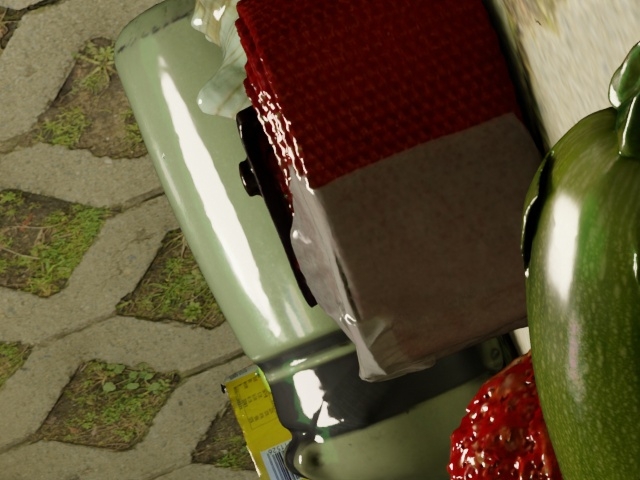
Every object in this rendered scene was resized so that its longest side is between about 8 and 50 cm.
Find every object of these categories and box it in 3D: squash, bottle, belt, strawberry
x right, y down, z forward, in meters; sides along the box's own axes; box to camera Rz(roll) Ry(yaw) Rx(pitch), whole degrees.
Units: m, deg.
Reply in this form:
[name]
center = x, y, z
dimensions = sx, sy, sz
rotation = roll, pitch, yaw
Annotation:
[squash]
center = 0.110, 0.065, 0.555
dimensions = 0.080, 0.071, 0.318
rotation = 14, 135, 36
[bottle]
center = 0.002, 0.000, 1.209
dimensions = 0.168, 0.168, 0.347
rotation = 121, 127, -87
[belt]
center = 0.030, -0.031, 0.850
dimensions = 0.128, 0.124, 0.201
rotation = -112, 2, -61
[strawberry]
center = 0.096, 0.081, 0.735
dimensions = 0.106, 0.106, 0.106
rotation = 158, 90, -88

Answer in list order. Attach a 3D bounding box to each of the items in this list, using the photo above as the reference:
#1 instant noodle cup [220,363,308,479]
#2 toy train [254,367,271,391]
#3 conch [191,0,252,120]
[instant noodle cup]
center = 0.043, 0.181, 1.673
dimensions = 0.264, 0.200, 0.264
rotation = 156, 90, -87
[toy train]
center = 0.058, 0.125, 1.373
dimensions = 0.188, 0.159, 0.271
rotation = 167, 82, -82
[conch]
center = -0.010, -0.118, 1.036
dimensions = 0.234, 0.137, 0.114
rotation = 56, 146, 32
